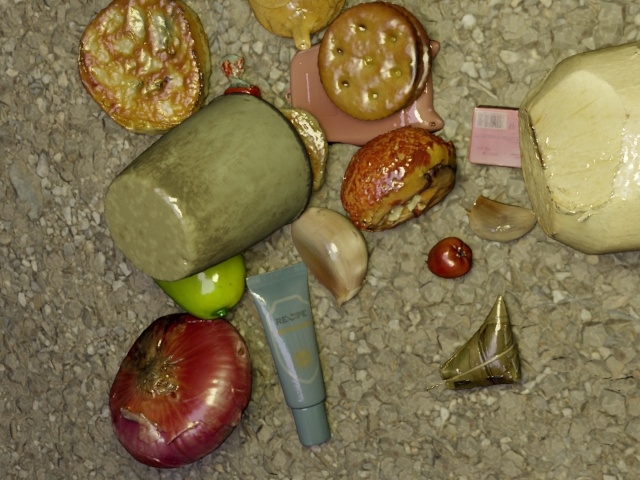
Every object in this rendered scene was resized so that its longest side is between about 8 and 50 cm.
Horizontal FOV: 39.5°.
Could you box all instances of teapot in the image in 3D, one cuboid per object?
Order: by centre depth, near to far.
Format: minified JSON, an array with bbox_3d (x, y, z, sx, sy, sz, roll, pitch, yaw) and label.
[{"bbox_3d":[-0.066,-0.499,1.679,0.203,0.167,0.311,-24,79,29],"label":"teapot"}]

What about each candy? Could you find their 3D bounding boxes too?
[{"bbox_3d":[-0.155,-0.240,1.847,0.086,0.059,0.292,-5,101,21],"label":"candy"}]

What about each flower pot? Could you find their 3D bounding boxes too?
[{"bbox_3d":[-0.220,-0.094,1.687,0.293,0.330,0.293,19,125,28],"label":"flower pot"}]

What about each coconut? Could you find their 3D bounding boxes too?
[{"bbox_3d":[0.515,-0.150,1.438,0.360,0.346,0.346,-12,97,4],"label":"coconut"}]

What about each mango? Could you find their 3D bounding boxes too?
[{"bbox_3d":[-0.289,0.022,1.906,0.343,0.156,0.192,41,106,25],"label":"mango"}]

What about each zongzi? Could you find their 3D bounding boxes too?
[{"bbox_3d":[0.288,0.202,1.745,0.189,0.081,0.178,-11,98,23],"label":"zongzi"}]

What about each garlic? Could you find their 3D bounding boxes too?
[{"bbox_3d":[0.343,-0.034,1.678,0.152,0.066,0.084,15,105,22],"label":"garlic"},{"bbox_3d":[0.000,-0.005,1.826,0.148,0.128,0.266,-41,74,13],"label":"garlic"}]

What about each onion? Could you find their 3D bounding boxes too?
[{"bbox_3d":[-0.279,0.332,1.935,0.347,0.285,0.347,-20,51,27],"label":"onion"}]

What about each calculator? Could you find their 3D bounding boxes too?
[{"bbox_3d":[0.075,-0.291,1.746,0.329,0.048,0.220,0,103,26],"label":"calculator"}]

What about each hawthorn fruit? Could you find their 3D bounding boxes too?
[{"bbox_3d":[0.246,0.037,1.736,0.093,0.081,0.081,-30,89,55],"label":"hawthorn fruit"}]

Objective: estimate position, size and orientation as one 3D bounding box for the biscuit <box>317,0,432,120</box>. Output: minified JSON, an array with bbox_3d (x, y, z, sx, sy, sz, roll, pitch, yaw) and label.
[{"bbox_3d":[0.099,-0.335,1.660,0.220,0.066,0.220,7,105,26],"label":"biscuit"}]

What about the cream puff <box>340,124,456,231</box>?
[{"bbox_3d":[0.143,-0.119,1.664,0.240,0.240,0.164,-32,67,26],"label":"cream puff"}]

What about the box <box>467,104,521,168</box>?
[{"bbox_3d":[0.353,-0.190,1.643,0.156,0.060,0.111,10,105,23],"label":"box"}]

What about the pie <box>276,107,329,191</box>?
[{"bbox_3d":[-0.050,-0.177,1.784,0.163,0.079,0.193,16,126,34],"label":"pie"}]

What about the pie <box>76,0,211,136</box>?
[{"bbox_3d":[-0.365,-0.380,1.892,0.315,0.092,0.315,3,100,18],"label":"pie"}]

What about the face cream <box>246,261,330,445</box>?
[{"bbox_3d":[-0.052,0.246,1.894,0.135,0.086,0.385,-16,99,-20],"label":"face cream"}]
